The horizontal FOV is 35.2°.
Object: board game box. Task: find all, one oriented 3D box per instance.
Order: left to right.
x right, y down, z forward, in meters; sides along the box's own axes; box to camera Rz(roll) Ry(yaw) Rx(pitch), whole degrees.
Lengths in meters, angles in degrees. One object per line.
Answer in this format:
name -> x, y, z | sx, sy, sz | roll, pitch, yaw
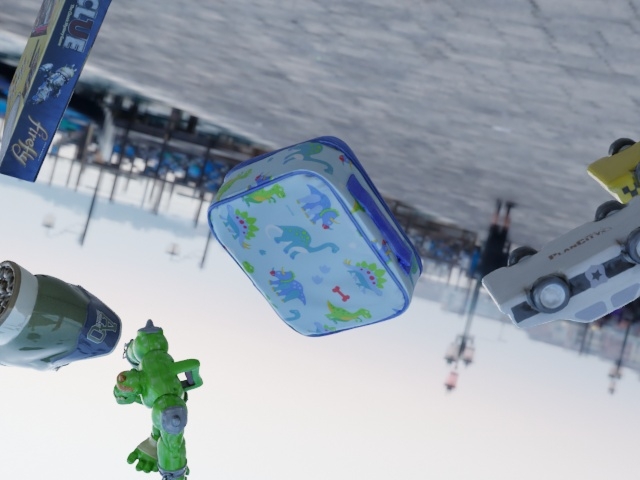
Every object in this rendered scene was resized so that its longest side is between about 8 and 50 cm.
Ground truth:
board game box -> -0.275, -0.204, 1.054 | 0.042, 0.243, 0.165 | 17, -144, -24

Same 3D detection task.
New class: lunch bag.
lunch bag -> 0.000, 0.000, 1.101 | 0.176, 0.090, 0.219 | -19, 120, 33

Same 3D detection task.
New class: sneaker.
sneaker -> -0.196, 0.059, 0.658 | 0.086, 0.064, 0.192 | 23, 159, -30

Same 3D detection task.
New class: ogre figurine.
ogre figurine -> -0.182, 0.173, 1.127 | 0.097, 0.197, 0.118 | 7, 136, -8

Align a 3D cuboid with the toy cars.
toy cars -> 0.320, -0.023, 0.998 | 0.176, 0.394, 0.087 | -8, 117, 52
